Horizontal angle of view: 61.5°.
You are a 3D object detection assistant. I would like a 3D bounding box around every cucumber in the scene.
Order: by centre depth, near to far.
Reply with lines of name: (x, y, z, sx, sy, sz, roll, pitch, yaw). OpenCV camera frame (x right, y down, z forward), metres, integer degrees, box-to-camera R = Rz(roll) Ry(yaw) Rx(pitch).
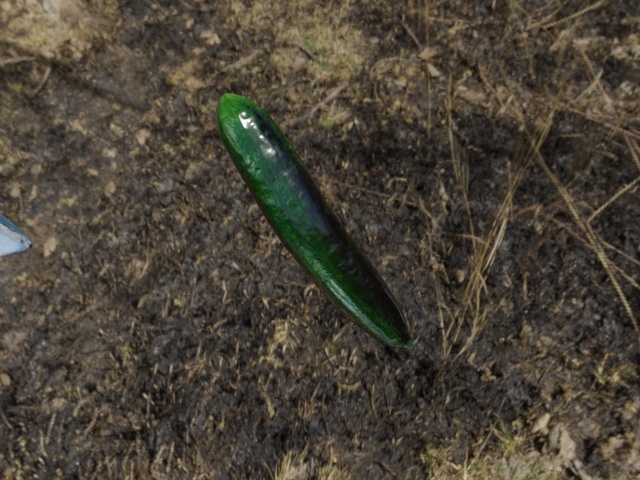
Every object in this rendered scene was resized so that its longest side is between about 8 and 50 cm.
cucumber: (0.000, 0.000, 0.457, 0.056, 0.284, 0.056, -28, 27, 16)

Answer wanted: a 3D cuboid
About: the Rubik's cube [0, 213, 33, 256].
Rubik's cube: (-0.361, -0.035, 0.362, 0.211, 0.178, 0.190, 32, 63, 9)
